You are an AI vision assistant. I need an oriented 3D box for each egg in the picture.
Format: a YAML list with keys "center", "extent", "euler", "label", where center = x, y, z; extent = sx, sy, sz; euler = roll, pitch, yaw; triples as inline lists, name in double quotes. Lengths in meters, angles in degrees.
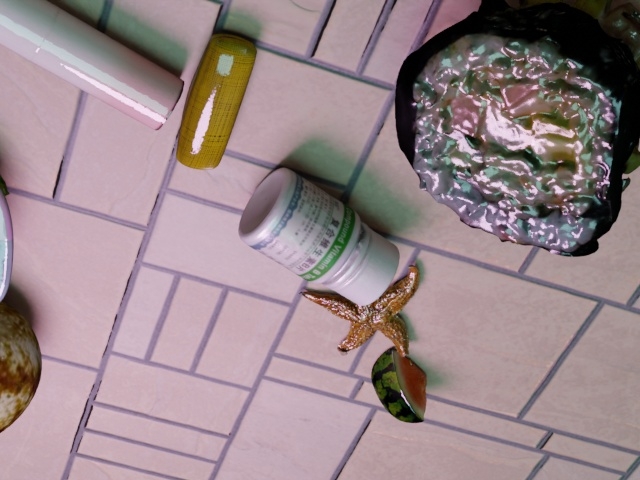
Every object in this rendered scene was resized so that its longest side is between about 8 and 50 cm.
- center: [-0.608, 0.232, 1.990]
  extent: [0.238, 0.238, 0.289]
  euler: [40, 82, -27]
  label: "egg"

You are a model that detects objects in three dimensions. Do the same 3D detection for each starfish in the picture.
- center: [0.085, 0.118, 2.010]
  extent: [0.227, 0.043, 0.240]
  euler: [30, 123, -22]
  label: "starfish"

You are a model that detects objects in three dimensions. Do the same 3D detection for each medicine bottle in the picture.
- center: [0.000, 0.000, 1.850]
  extent: [0.237, 0.139, 0.139]
  euler: [34, 124, -22]
  label: "medicine bottle"

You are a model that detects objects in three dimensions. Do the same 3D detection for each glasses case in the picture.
- center: [-0.159, -0.201, 1.736]
  extent: [0.079, 0.064, 0.234]
  euler: [11, 130, -16]
  label: "glasses case"

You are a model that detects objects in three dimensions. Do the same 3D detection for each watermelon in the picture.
- center: [0.151, 0.252, 2.110]
  extent: [0.094, 0.125, 0.135]
  euler: [-18, 113, -20]
  label: "watermelon"

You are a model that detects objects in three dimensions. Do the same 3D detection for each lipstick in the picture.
- center: [-0.355, -0.271, 1.668]
  extent: [0.327, 0.087, 0.087]
  euler: [29, 126, -20]
  label: "lipstick"

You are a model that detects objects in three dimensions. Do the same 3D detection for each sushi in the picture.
- center: [0.295, -0.189, 1.606]
  extent: [0.329, 0.285, 0.328]
  euler: [10, 128, 22]
  label: "sushi"

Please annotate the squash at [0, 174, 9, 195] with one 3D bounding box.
- center: [-0.635, -0.072, 1.856]
  extent: [0.293, 0.082, 0.082]
  euler: [-11, 129, 8]
  label: "squash"

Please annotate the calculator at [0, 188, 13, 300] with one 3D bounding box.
- center: [-0.571, 0.014, 1.829]
  extent: [0.186, 0.041, 0.298]
  euler: [9, 116, -3]
  label: "calculator"
